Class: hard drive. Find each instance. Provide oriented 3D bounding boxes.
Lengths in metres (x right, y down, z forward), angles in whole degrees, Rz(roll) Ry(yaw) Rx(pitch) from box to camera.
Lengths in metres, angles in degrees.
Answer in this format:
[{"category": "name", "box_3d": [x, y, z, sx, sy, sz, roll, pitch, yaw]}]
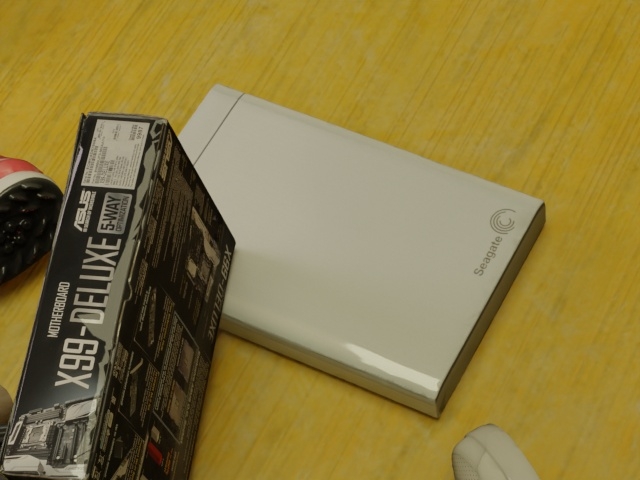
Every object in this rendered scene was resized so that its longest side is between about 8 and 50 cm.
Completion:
[{"category": "hard drive", "box_3d": [0.000, 0.000, 1.619, 0.353, 0.047, 0.233, 21, 61, 20]}]

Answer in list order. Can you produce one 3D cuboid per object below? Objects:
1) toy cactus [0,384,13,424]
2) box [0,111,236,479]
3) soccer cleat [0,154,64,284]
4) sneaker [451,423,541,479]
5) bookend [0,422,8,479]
[{"category": "toy cactus", "box_3d": [-0.347, 0.183, 1.508, 0.181, 0.112, 0.219, -23, 24, -34]}, {"category": "box", "box_3d": [-0.156, 0.084, 1.433, 0.077, 0.242, 0.307, 4, 67, 14]}, {"category": "soccer cleat", "box_3d": [-0.386, 0.032, 1.626, 0.318, 0.108, 0.116, -38, 37, -14]}, {"category": "sneaker", "box_3d": [0.121, 0.289, 1.371, 0.169, 0.108, 0.292, -17, 57, -8]}, {"category": "bookend", "box_3d": [-0.245, 0.252, 1.412, 0.072, 0.157, 0.156, -9, 55, 2]}]
